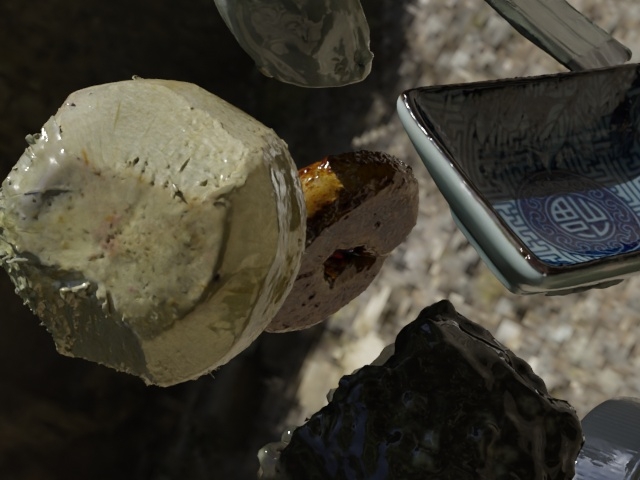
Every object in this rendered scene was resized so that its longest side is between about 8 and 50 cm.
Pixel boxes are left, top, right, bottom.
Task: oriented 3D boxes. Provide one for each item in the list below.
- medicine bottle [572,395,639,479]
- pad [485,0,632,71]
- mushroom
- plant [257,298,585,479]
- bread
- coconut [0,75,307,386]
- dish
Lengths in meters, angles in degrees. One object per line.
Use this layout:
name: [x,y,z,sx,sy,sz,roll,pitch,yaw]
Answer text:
medicine bottle: [0.353,0.250,1.463,0.339,0.208,0.208,18,83,37]
pad: [0.180,-0.192,1.579,0.022,0.174,0.233,-51,-4,18]
mushroom: [-0.060,-0.245,1.435,0.109,0.351,0.097,-23,38,15]
plant: [0.094,0.170,0.912,0.149,0.274,0.146,-38,1,-20]
bread: [0.000,0.000,1.577,0.064,0.193,0.193,48,110,27]
coconut: [-0.096,-0.007,1.116,0.194,0.194,0.194,-32,46,39]
dish: [0.177,-0.027,1.253,0.182,0.243,0.080,54,139,35]
